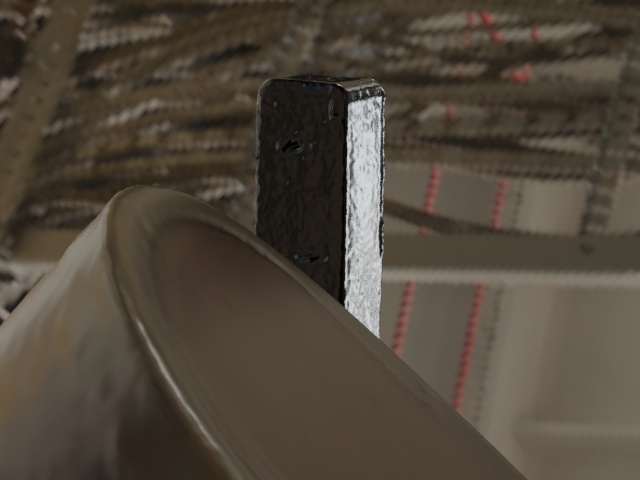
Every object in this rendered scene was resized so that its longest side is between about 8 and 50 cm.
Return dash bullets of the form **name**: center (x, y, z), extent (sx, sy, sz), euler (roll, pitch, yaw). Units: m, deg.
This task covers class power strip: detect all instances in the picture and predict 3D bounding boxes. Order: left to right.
- **power strip**: center (0.000, 0.000, 0.650), extent (0.038, 0.029, 0.111), euler (10, -75, 34)

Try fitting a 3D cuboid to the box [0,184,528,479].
- **box**: center (-0.020, 0.158, 0.489), extent (0.216, 0.301, 0.301), euler (-43, -121, 7)
